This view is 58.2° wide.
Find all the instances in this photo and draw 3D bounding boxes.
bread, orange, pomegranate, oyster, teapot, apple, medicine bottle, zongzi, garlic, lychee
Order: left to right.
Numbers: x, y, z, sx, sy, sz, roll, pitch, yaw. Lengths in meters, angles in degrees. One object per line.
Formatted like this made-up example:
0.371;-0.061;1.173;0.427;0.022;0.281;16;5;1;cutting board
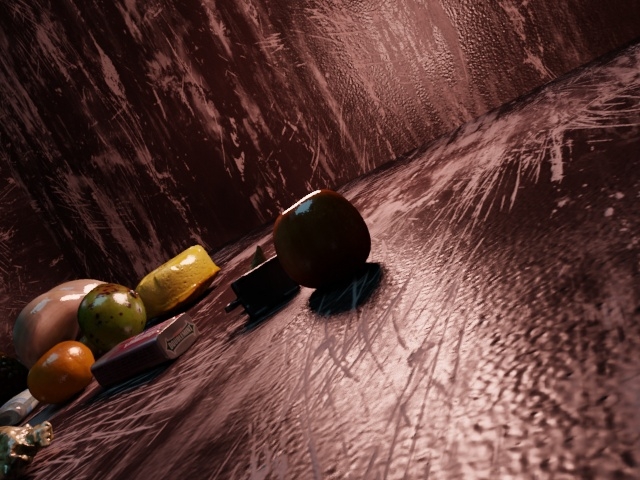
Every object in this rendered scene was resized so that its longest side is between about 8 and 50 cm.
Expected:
-0.611;0.390;0.991;0.355;0.107;0.201;-29;12;2;oyster
-0.976;0.415;1.630;0.271;0.235;0.236;-8;-1;-26;lychee
-0.760;0.418;1.456;0.090;0.053;0.208;-31;7;-4;medicine bottle
-0.606;0.313;1.350;0.156;0.124;0.156;-45;10;10;orange
-0.724;0.231;1.676;0.340;0.245;0.231;-31;-8;-17;garlic
-0.598;0.236;1.599;0.248;0.202;0.202;-47;10;-3;pomegranate
-0.445;0.134;1.790;0.270;0.148;0.270;-32;8;5;bread
-0.154;0.080;1.256;0.109;0.119;0.055;-28;21;2;zongzi
-0.124;0.097;1.185;0.177;0.087;0.096;-33;5;-25;teapot
0.000;0.000;1.080;0.181;0.168;0.181;-33;5;3;apple

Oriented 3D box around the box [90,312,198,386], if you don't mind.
-0.381;0.238;1.239;0.224;0.069;0.120;-25;10;26;box
